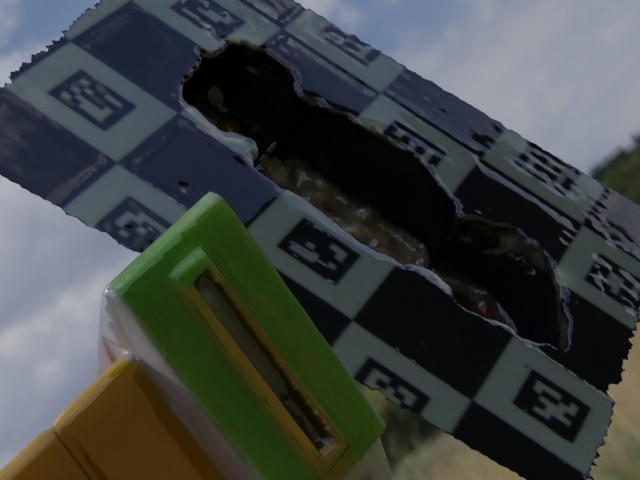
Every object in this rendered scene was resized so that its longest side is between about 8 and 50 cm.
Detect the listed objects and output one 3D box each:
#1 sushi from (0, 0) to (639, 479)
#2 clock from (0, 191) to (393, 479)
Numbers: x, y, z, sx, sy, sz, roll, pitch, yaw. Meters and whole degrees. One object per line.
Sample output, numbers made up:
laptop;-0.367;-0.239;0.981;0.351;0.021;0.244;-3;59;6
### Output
sushi;0.000;0.000;0.627;0.050;0.215;0.192;-60;-2;33
clock;-0.048;0.165;0.417;0.235;0.166;0.310;-45;-47;-34
